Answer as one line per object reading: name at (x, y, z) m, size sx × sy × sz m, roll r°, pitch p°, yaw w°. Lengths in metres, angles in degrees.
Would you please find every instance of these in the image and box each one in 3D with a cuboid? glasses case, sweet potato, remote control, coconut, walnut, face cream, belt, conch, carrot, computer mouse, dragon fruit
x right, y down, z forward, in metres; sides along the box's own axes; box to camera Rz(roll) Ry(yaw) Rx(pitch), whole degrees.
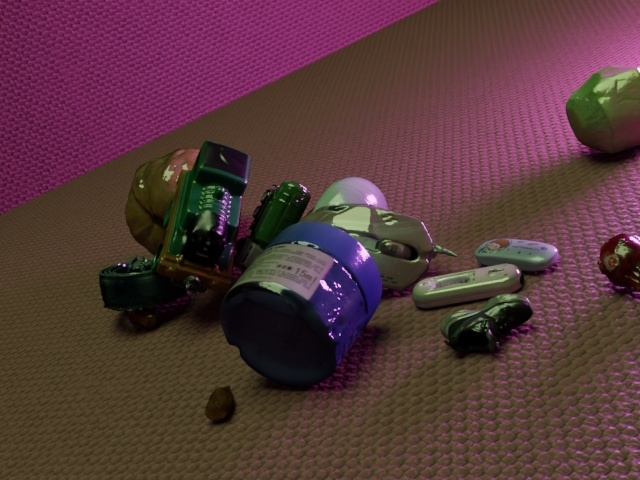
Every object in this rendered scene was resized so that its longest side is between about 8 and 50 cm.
glasses case at (0.391, 0.028, 1.763) m, size 0.178 × 0.045 × 0.067 m, roll 6°, pitch 34°, yaw 47°
sweet potato at (-0.185, 0.300, 1.660) m, size 0.049 × 0.049 × 0.117 m, roll -16°, pitch 13°, yaw 11°
remote control at (0.286, 0.087, 1.727) m, size 0.221 × 0.042 × 0.078 m, roll -13°, pitch 24°, yaw 19°
coconut at (0.702, -0.312, 2.057) m, size 0.236 × 0.236 × 0.204 m, roll -21°, pitch 58°, yaw 0°
walnut at (-0.360, -0.109, 2.385) m, size 0.306 × 0.306 × 0.344 m, roll -11°, pitch 22°, yaw 23°
face cream at (-0.037, 0.123, 1.659) m, size 0.249 × 0.249 × 0.225 m, roll -4°, pitch 30°, yaw 34°
belt at (-0.435, 0.097, 2.157) m, size 0.206 × 0.116 × 0.267 m, roll -10°, pitch 8°, yaw -16°
conch at (0.078, -0.054, 2.043) m, size 0.121 × 0.185 × 0.221 m, roll -14°, pitch 52°, yaw 55°
carrot at (-0.446, 0.175, 2.148) m, size 0.048 × 0.048 × 0.216 m, roll -31°, pitch 21°, yaw -23°
computer mouse at (0.094, 0.013, 1.858) m, size 0.389 × 0.199 × 0.115 m, roll 8°, pitch -7°, yaw 29°
dragon fruit at (0.546, 0.050, 1.531) m, size 0.094 × 0.094 × 0.190 m, roll -20°, pitch 32°, yaw 2°

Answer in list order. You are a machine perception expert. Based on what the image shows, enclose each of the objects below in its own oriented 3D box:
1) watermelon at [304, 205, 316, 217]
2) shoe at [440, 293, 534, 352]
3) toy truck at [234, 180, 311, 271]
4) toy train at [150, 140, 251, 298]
watermelon at (-0.015, -0.013, 2.139) m, size 0.231 × 0.128 × 0.146 m, roll -36°, pitch 9°, yaw -26°
shoe at (0.294, 0.157, 1.540) m, size 0.169 × 0.071 × 0.099 m, roll -19°, pitch 26°, yaw 13°
toy truck at (-0.111, -0.026, 2.091) m, size 0.242 × 0.101 × 0.125 m, roll -63°, pitch 22°, yaw -6°
toy train at (-0.261, -0.053, 2.043) m, size 0.178 × 0.249 × 0.429 m, roll 18°, pitch 40°, yaw -14°
